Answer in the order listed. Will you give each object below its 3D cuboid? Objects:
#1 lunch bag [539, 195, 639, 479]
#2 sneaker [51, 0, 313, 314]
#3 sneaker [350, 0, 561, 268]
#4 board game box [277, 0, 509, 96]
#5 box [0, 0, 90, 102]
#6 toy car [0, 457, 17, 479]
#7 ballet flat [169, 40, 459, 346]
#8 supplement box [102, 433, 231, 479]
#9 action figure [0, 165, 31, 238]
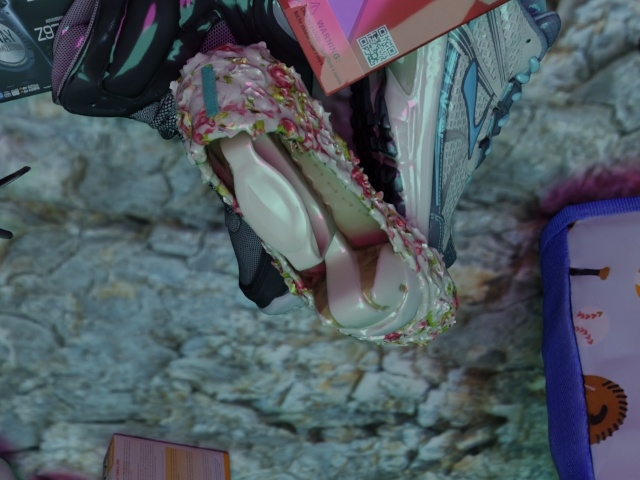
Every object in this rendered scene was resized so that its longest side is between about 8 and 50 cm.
[{"bbox_3d":[0.328,0.154,0.657,0.386,0.327,0.239,16,142,-17],"label":"lunch bag"},{"bbox_3d":[-0.076,-0.069,0.580,0.153,0.101,0.268,-8,120,-15],"label":"sneaker"},{"bbox_3d":[0.085,-0.096,0.594,0.122,0.110,0.283,-10,126,-7],"label":"sneaker"},{"bbox_3d":[0.002,-0.227,0.469,0.145,0.027,0.281,-28,103,3],"label":"board game box"},{"bbox_3d":[-0.174,-0.119,0.584,0.083,0.018,0.067,-13,126,-1],"label":"box"},{"bbox_3d":[-0.271,0.259,0.772,0.182,0.159,0.136,35,147,-29],"label":"toy car"},{"bbox_3d":[0.000,0.000,0.535,0.091,0.077,0.241,-29,125,21],"label":"ballet flat"},{"bbox_3d":[-0.122,0.196,0.788,0.099,0.062,0.036,14,122,-18],"label":"supplement box"},{"bbox_3d":[-0.311,-0.034,0.548,0.276,0.141,0.164,15,119,-15],"label":"action figure"}]
